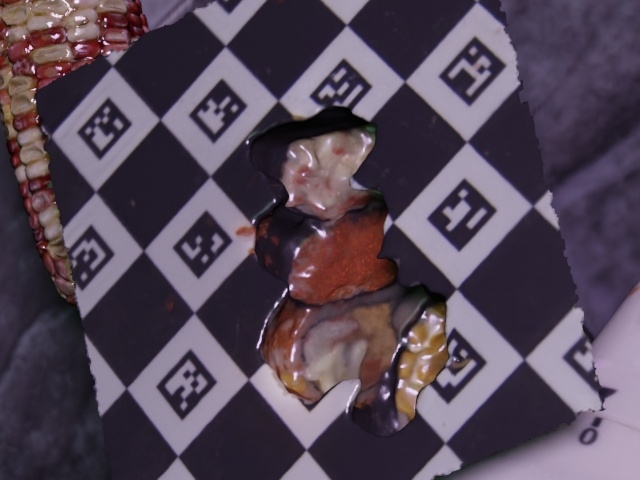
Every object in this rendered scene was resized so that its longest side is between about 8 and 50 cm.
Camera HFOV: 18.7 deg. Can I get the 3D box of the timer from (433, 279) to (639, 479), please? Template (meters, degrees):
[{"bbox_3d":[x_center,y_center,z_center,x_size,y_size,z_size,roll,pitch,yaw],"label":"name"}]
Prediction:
[{"bbox_3d":[0.151,0.151,0.933,0.233,0.240,0.233,22,137,22],"label":"timer"}]

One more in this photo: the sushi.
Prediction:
[{"bbox_3d":[0.000,0.000,0.933,0.264,0.050,0.290,-26,60,22],"label":"sushi"}]

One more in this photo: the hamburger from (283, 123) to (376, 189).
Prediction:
[{"bbox_3d":[0.016,-0.084,1.009,0.147,0.083,0.138,-31,79,25],"label":"hamburger"}]

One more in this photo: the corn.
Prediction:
[{"bbox_3d":[-0.140,-0.105,1.074,0.098,0.098,0.290,-19,87,27],"label":"corn"}]
